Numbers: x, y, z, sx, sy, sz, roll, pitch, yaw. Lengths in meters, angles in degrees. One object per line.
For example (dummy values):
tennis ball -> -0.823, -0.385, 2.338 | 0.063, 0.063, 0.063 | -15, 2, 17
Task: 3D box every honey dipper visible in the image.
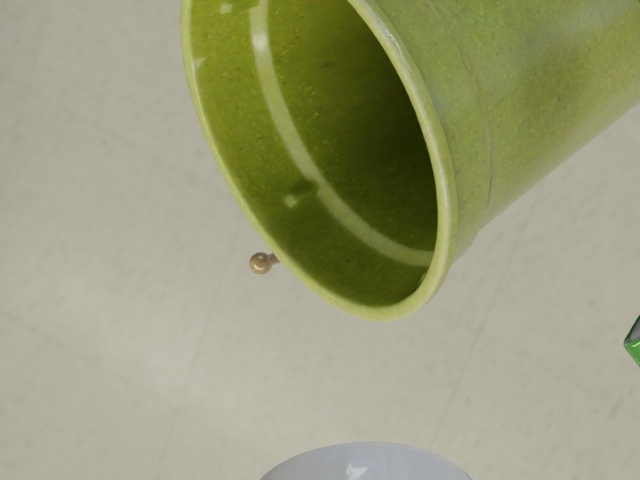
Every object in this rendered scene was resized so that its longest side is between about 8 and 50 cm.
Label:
honey dipper -> 0.000, 0.000, 1.465 | 0.030, 0.161, 0.030 | 13, 110, 39

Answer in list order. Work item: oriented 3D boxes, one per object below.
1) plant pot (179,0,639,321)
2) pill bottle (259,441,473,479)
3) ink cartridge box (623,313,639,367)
plant pot -> 0.086, -0.123, 1.230 | 0.276, 0.254, 0.276 | 38, 143, 36
pill bottle -> 0.014, 0.140, 0.465 | 0.094, 0.169, 0.094 | -1, 139, -1
ink cartridge box -> 0.246, 0.077, 0.810 | 0.087, 0.153, 0.208 | -35, 95, 34
